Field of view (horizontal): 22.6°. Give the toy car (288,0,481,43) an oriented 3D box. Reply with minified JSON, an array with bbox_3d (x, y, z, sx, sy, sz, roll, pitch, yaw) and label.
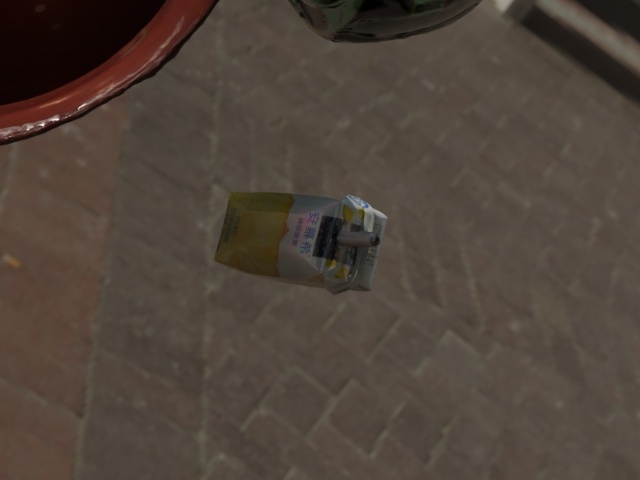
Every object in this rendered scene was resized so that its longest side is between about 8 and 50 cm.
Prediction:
[{"bbox_3d":[0.024,-0.189,0.952,0.136,0.125,0.306,-14,21,-9],"label":"toy car"}]

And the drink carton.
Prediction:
[{"bbox_3d":[0.000,0.000,1.343,0.074,0.084,0.200,23,-10,-41],"label":"drink carton"}]

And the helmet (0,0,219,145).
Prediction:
[{"bbox_3d":[-0.237,-0.254,1.192,0.230,0.385,0.337,-110,177,-81],"label":"helmet"}]
